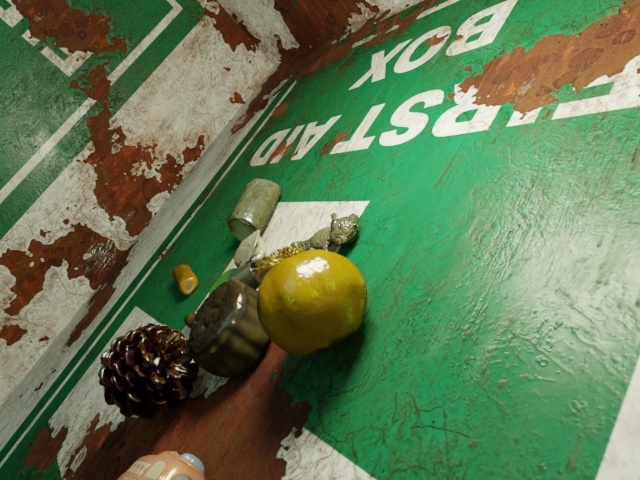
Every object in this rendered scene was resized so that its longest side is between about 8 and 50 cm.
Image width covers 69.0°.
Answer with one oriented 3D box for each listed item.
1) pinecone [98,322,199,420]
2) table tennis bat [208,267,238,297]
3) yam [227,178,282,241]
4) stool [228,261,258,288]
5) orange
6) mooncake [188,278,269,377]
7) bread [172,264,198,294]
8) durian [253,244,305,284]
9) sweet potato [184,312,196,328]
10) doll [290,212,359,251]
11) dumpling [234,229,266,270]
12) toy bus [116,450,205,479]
[{"bbox_3d":[-0.533,0.409,1.468,0.295,0.298,0.242,-39,7,16],"label":"pinecone"},{"bbox_3d":[-0.376,0.199,1.793,0.160,0.039,0.257,-36,26,18],"label":"table tennis bat"},{"bbox_3d":[-0.275,-0.131,1.945,0.161,0.161,0.268,-15,44,43],"label":"yam"},{"bbox_3d":[-0.266,0.135,1.667,0.110,0.096,0.096,-36,30,8],"label":"stool"},{"bbox_3d":[-0.019,0.157,1.150,0.279,0.279,0.235,-32,61,25],"label":"orange"},{"bbox_3d":[-0.280,0.267,1.428,0.290,0.161,0.291,-36,32,27],"label":"mooncake"},{"bbox_3d":[-0.617,0.169,2.104,0.093,0.074,0.239,-55,29,-4],"label":"bread"},{"bbox_3d":[-0.129,0.092,1.518,0.165,0.132,0.182,-38,2,-24],"label":"durian"},{"bbox_3d":[-0.466,0.304,1.760,0.218,0.051,0.065,-8,45,49],"label":"sweet potato"},{"bbox_3d":[0.009,-0.013,1.505,0.203,0.091,0.285,-50,23,-14],"label":"doll"},{"bbox_3d":[-0.266,0.056,1.757,0.176,0.092,0.150,-37,24,16],"label":"dumpling"},{"bbox_3d":[-0.395,0.637,1.141,0.287,0.194,0.232,-18,28,42],"label":"toy bus"}]
